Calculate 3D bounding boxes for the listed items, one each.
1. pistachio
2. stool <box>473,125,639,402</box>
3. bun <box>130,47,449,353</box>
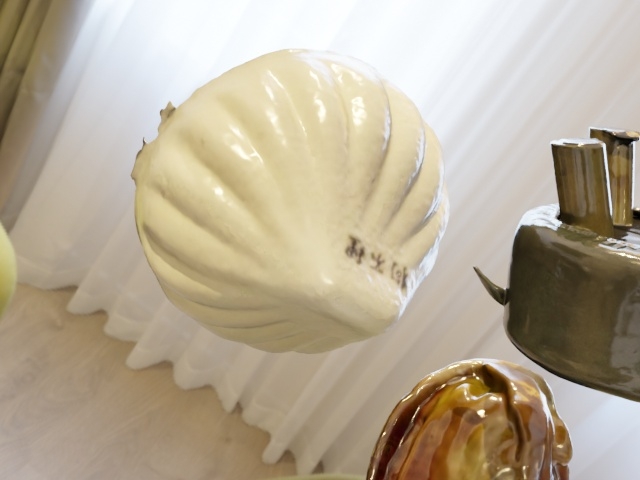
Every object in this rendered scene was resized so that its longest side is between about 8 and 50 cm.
[{"bbox_3d":[0.114,0.192,0.549,0.165,0.210,0.130,31,-4,-5],"label":"pistachio"},{"bbox_3d":[0.216,0.009,0.427,0.228,0.139,0.153,0,17,-12],"label":"stool"},{"bbox_3d":[0.000,0.000,0.552,0.263,0.263,0.175,15,25,-36],"label":"bun"}]
